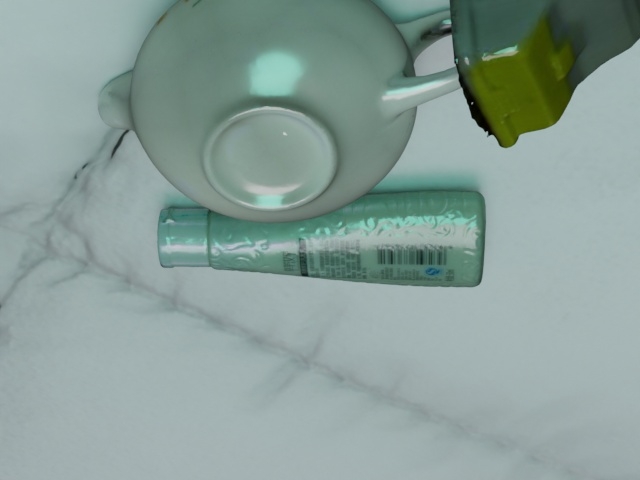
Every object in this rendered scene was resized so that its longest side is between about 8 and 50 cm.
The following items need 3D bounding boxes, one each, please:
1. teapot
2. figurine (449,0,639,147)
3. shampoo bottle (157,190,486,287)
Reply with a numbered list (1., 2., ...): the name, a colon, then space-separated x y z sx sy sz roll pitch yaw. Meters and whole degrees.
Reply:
1. teapot: -0.014 -0.071 0.660 0.226 0.092 0.145 -12 134 10
2. figurine: 0.179 -0.170 0.489 0.285 0.167 0.342 -9 134 17
3. shampoo bottle: 0.000 0.000 0.759 0.191 0.041 0.069 0 141 4
